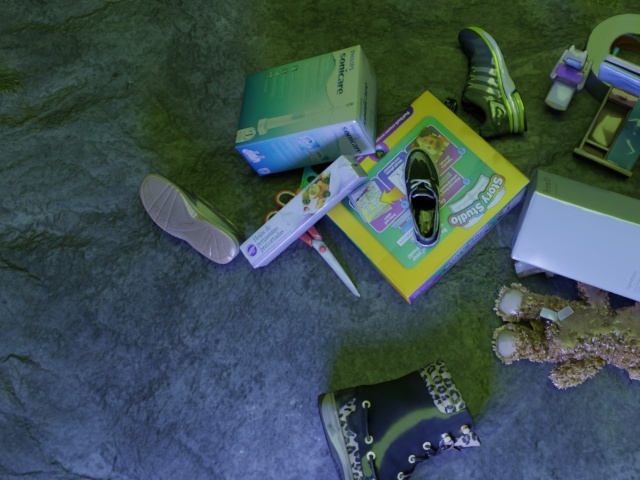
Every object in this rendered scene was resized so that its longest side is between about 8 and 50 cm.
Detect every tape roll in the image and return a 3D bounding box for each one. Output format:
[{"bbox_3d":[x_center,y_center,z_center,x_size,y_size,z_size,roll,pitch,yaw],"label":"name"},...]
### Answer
[{"bbox_3d":[0.726,-0.419,1.680,0.219,0.072,0.219,-2,71,5],"label":"tape roll"}]

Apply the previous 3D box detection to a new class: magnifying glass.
[{"bbox_3d":[-0.026,-0.135,1.683,0.092,0.026,0.231,33,79,15],"label":"magnifying glass"}]

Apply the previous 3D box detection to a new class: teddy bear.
[{"bbox_3d":[0.524,0.187,1.484,0.337,0.113,0.245,-12,63,10],"label":"teddy bear"}]

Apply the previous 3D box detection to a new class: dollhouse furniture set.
[{"bbox_3d":[0.595,-0.274,1.490,0.286,0.303,0.198,28,101,14],"label":"dollhouse furniture set"}]

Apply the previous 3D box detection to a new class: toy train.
[{"bbox_3d":[0.293,-0.267,1.696,0.036,0.027,0.158,20,74,1],"label":"toy train"}]

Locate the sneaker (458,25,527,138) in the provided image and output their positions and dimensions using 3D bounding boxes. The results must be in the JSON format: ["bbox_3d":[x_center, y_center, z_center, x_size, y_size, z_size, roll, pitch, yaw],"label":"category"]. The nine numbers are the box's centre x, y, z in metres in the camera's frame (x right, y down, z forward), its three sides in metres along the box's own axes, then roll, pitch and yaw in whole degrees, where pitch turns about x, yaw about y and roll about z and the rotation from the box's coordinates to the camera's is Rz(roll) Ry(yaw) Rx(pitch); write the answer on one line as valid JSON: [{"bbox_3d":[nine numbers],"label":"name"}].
[{"bbox_3d":[0.378,-0.372,1.684,0.121,0.111,0.300,-20,68,3],"label":"sneaker"}]

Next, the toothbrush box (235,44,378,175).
[{"bbox_3d":[-0.027,-0.291,1.623,0.295,0.126,0.217,-10,58,23],"label":"toothbrush box"}]

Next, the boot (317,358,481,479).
[{"bbox_3d":[0.178,0.436,1.410,0.284,0.138,0.378,-21,65,-2],"label":"boot"}]

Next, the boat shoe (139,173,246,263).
[{"bbox_3d":[-0.291,-0.053,1.647,0.285,0.092,0.103,35,109,12],"label":"boat shoe"}]

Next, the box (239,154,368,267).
[{"bbox_3d":[-0.039,-0.061,1.554,0.324,0.067,0.063,-41,78,22],"label":"box"}]

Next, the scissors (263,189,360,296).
[{"bbox_3d":[0.000,0.000,1.623,0.297,0.021,0.109,37,78,11],"label":"scissors"}]

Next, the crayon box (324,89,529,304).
[{"bbox_3d":[0.219,-0.097,1.589,0.363,0.106,0.313,-43,73,-2],"label":"crayon box"}]

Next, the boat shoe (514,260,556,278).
[{"bbox_3d":[0.489,0.061,1.553,0.135,0.050,0.045,-4,82,7],"label":"boat shoe"}]

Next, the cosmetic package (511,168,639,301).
[{"bbox_3d":[0.594,0.000,1.449,0.384,0.217,0.156,20,112,9],"label":"cosmetic package"}]

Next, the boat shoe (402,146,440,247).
[{"bbox_3d":[0.217,-0.098,1.496,0.077,0.070,0.220,-9,75,8],"label":"boat shoe"}]
